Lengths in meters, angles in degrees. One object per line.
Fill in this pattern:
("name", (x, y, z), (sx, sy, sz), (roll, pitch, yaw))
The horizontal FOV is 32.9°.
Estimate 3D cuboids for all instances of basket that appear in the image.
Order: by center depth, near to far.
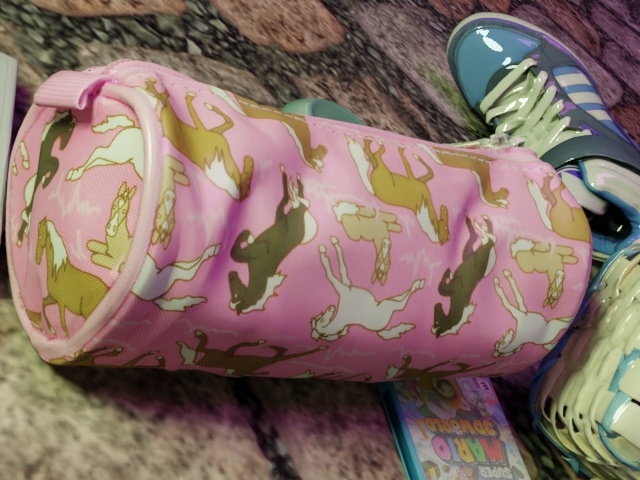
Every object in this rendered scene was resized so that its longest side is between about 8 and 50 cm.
("basket", (0.294, 0.126, 0.866), (0.254, 0.201, 0.289), (34, -5, -5))

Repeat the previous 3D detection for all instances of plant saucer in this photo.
("plant saucer", (0.019, -0.092, 0.992), (0.119, 0.021, 0.119), (30, 30, -20))

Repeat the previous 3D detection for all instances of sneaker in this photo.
("sneaker", (0.256, -0.112, 1.193), (0.323, 0.130, 0.236), (46, 24, -4))

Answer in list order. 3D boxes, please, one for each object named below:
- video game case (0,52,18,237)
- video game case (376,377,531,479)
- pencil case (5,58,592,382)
("video game case", (-0.272, -0.080, 0.620), (0.193, 0.023, 0.212), (24, 34, -29))
("video game case", (0.101, 0.150, 0.766), (0.119, 0.015, 0.166), (21, 35, -33))
("pencil case", (0.000, 0.000, 0.677), (0.386, 0.160, 0.167), (6, 57, -41))
